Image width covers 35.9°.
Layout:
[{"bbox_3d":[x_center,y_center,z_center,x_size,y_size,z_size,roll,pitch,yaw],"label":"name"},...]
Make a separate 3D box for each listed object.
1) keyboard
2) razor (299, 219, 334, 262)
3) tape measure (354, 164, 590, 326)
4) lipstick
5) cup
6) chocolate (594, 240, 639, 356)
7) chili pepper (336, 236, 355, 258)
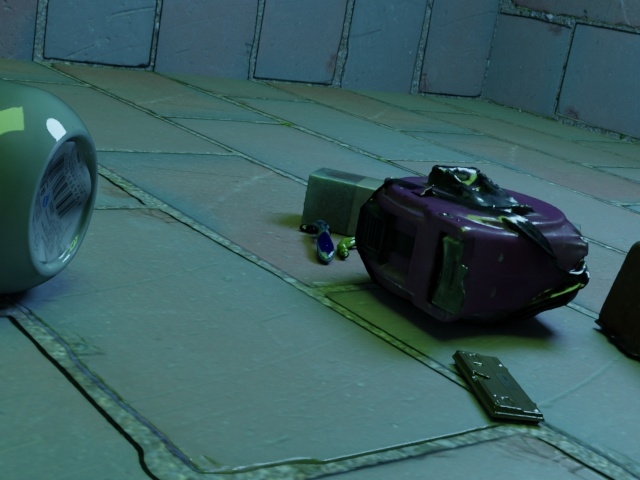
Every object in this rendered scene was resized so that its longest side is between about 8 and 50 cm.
[{"bbox_3d":[0.159,0.133,0.900,0.049,0.015,0.129,12,14,-12],"label":"keyboard"},{"bbox_3d":[0.001,-0.005,1.274,0.044,0.028,0.154,8,15,-7],"label":"razor"},{"bbox_3d":[0.174,0.004,1.118,0.231,0.149,0.245,-3,19,-34],"label":"tape measure"},{"bbox_3d":[0.163,-0.023,1.355,0.371,0.076,0.080,13,14,12],"label":"lipstick"},{"bbox_3d":[-0.383,-0.071,0.928,0.312,0.206,0.205,13,15,9],"label":"cup"},{"bbox_3d":[0.404,0.096,1.008,0.111,0.112,0.321,9,15,-14],"label":"chocolate"},{"bbox_3d":[0.038,0.008,1.274,0.030,0.017,0.083,14,18,11],"label":"chili pepper"}]
